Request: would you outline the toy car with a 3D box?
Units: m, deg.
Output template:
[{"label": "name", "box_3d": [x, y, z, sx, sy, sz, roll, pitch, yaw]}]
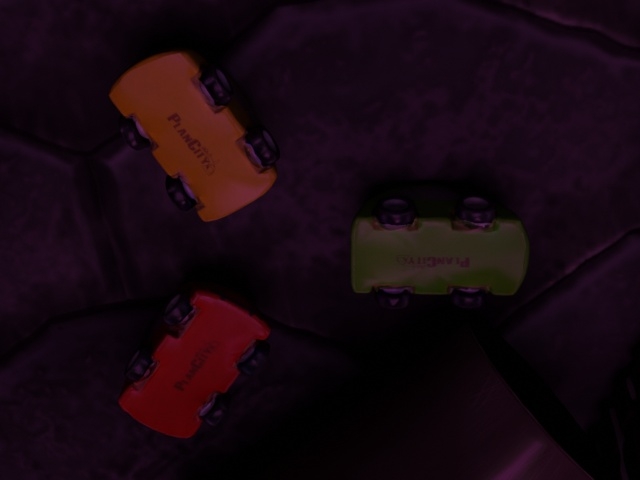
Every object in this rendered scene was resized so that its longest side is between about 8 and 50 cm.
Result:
[{"label": "toy car", "box_3d": [0.000, 0.000, 0.990, 0.225, 0.053, 0.239, 1, 119, 0]}]

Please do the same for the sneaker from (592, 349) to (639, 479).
[{"label": "sneaker", "box_3d": [0.241, 0.145, 1.045, 0.162, 0.106, 0.281, 16, 131, -15]}]

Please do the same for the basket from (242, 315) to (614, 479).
[{"label": "basket", "box_3d": [0.039, 0.161, 1.016, 0.227, 0.204, 0.154, -41, 104, 9]}]
